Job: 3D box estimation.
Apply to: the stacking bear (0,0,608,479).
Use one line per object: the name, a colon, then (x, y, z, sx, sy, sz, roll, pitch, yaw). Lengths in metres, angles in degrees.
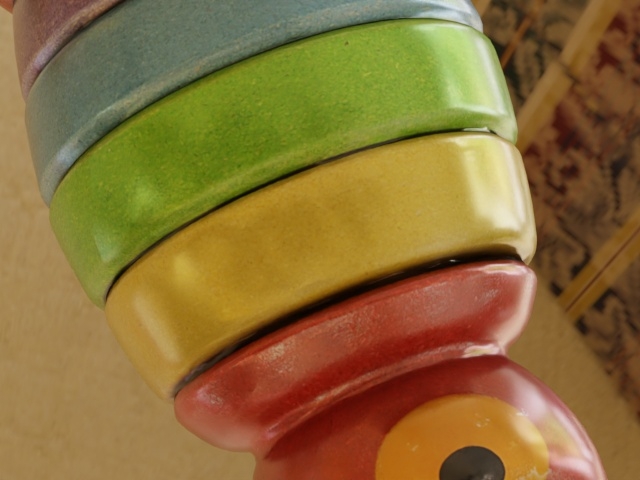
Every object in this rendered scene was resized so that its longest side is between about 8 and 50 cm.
stacking bear: (0.000, 0.000, 0.555, 0.175, 0.164, 0.289, -16, 75, -19)
